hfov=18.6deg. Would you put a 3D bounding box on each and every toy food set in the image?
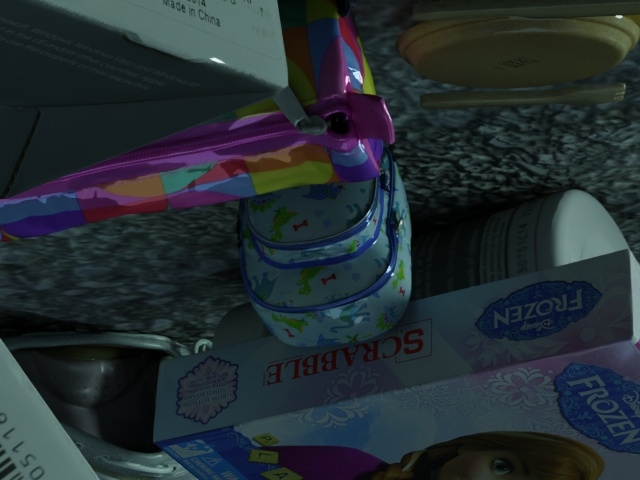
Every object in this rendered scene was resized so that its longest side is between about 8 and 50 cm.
[{"bbox_3d":[0.104,-0.109,0.988,0.132,0.038,0.192,-2,170,2],"label":"toy food set"}]

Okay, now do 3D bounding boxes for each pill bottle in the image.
[{"bbox_3d":[0.075,0.075,1.371,0.283,0.161,0.161,-16,162,27],"label":"pill bottle"}]

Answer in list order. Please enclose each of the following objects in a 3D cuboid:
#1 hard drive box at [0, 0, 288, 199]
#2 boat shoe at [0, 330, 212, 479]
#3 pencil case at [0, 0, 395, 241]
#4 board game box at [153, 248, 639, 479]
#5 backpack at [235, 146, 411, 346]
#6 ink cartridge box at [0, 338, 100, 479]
[{"bbox_3d":[-0.106,-0.141,0.390,0.089,0.232,0.181,-18,161,31],"label":"hard drive box"},{"bbox_3d":[-0.156,0.126,1.516,0.320,0.118,0.103,14,158,-38],"label":"boat shoe"},{"bbox_3d":[-0.083,-0.058,0.939,0.236,0.104,0.104,-11,164,7],"label":"pencil case"},{"bbox_3d":[0.109,0.144,1.264,0.318,0.066,0.318,-15,142,25],"label":"board game box"},{"bbox_3d":[0.000,0.000,1.153,0.105,0.114,0.084,-9,144,9],"label":"backpack"},{"bbox_3d":[-0.284,0.112,1.055,0.091,0.308,0.385,-38,-175,-39],"label":"ink cartridge box"}]
